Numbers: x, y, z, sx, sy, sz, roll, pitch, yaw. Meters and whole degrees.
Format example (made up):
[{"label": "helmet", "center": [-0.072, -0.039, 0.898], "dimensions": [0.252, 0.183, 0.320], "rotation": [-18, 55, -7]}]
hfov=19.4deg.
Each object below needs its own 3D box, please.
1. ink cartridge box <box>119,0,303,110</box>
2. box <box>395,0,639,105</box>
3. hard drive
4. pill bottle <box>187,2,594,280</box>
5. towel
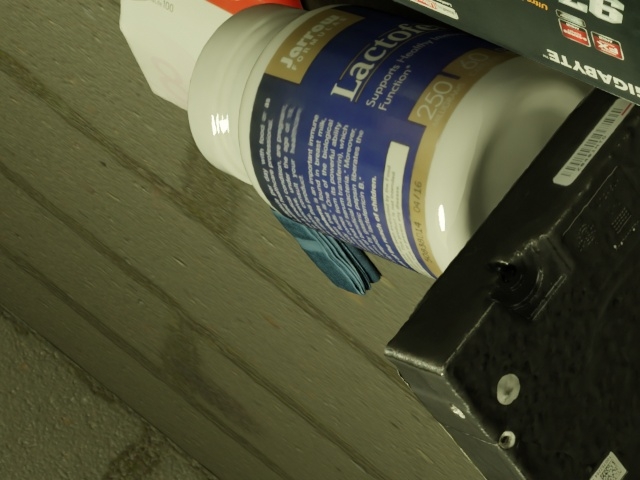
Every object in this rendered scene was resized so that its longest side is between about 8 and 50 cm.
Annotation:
[{"label": "ink cartridge box", "center": [-0.081, -0.159, 1.411], "dimensions": [0.189, 0.066, 0.232], "rotation": [30, 165, 30]}, {"label": "box", "center": [0.103, -0.170, 0.998], "dimensions": [0.220, 0.051, 0.175], "rotation": [28, 159, 31]}, {"label": "hard drive", "center": [0.206, 0.089, 1.125], "dimensions": [0.064, 0.237, 0.339], "rotation": [16, 152, 53]}, {"label": "pill bottle", "center": [0.042, -0.069, 1.206], "dimensions": [0.264, 0.153, 0.153], "rotation": [22, 155, 44]}, {"label": "towel", "center": [0.000, 0.000, 1.680], "dimensions": [0.067, 0.029, 0.119], "rotation": [16, 151, 55]}]
